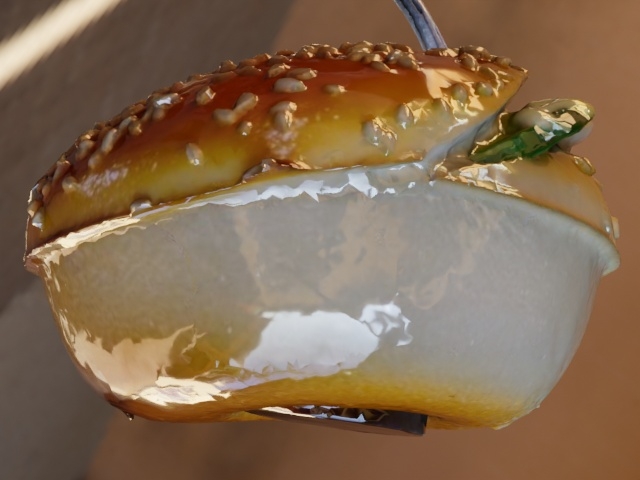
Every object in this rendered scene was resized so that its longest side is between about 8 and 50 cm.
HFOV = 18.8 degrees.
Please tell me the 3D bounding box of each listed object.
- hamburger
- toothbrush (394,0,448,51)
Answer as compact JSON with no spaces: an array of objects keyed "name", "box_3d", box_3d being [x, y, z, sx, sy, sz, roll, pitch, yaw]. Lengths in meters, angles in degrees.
[{"name":"hamburger","box_3d":[-0.002,0.001,0.738,0.237,0.236,0.147,87,4,-81]},{"name":"toothbrush","box_3d":[0.026,-0.239,1.371,0.035,0.413,0.042,-17,170,-40]}]
